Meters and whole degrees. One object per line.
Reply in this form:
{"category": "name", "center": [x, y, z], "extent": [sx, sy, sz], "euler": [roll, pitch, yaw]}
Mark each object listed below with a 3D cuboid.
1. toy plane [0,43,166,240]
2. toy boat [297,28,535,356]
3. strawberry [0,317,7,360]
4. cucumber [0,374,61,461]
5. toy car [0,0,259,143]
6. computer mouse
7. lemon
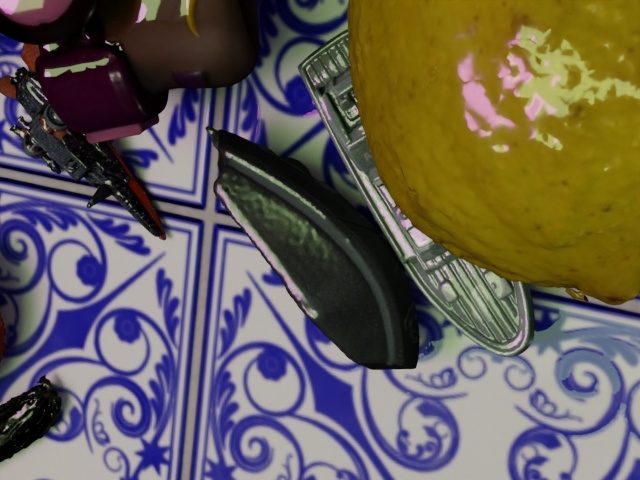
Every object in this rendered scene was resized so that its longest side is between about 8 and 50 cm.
{"category": "toy plane", "center": [-0.191, -0.071, 0.990], "extent": [0.189, 0.061, 0.130], "euler": [56, 139, 2]}
{"category": "toy boat", "center": [0.071, -0.031, 0.867], "extent": [0.078, 0.085, 0.261], "euler": [-33, 86, 16]}
{"category": "strawberry", "center": [-0.331, 0.102, 1.055], "extent": [0.106, 0.175, 0.236], "euler": [20, 148, -12]}
{"category": "cucumber", "center": [-0.296, 0.178, 1.091], "extent": [0.181, 0.053, 0.053], "euler": [-32, 86, 24]}
{"category": "toy car", "center": [-0.101, -0.250, 0.835], "extent": [0.240, 0.271, 0.341], "euler": [-9, 102, 3]}
{"category": "computer mouse", "center": [0.002, -0.002, 0.895], "extent": [0.071, 0.126, 0.231], "euler": [-39, 84, 7]}
{"category": "lemon", "center": [0.150, -0.121, 0.725], "extent": [0.268, 0.268, 0.322], "euler": [-7, 84, 25]}
